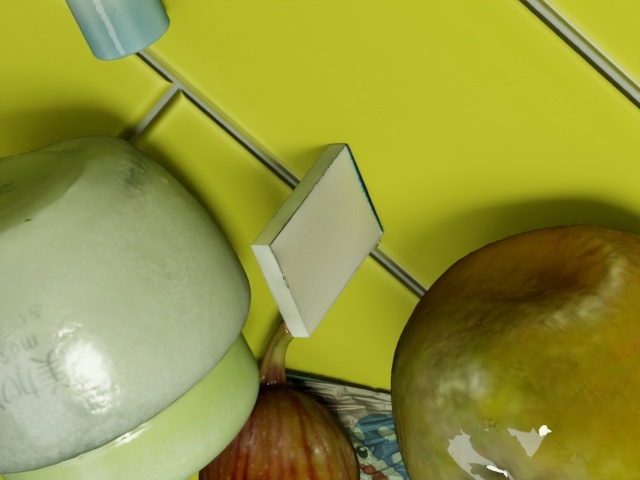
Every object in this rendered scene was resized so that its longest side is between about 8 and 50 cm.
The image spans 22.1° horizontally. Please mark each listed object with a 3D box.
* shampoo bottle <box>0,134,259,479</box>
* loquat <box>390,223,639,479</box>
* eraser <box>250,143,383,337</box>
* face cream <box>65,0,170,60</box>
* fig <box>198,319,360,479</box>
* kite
[{"bbox_3d":[-0.228,0.072,1.520,0.322,0.322,0.317,-12,112,39],"label":"shampoo bottle"},{"bbox_3d":[0.199,0.129,1.336,0.276,0.284,0.276,16,129,21],"label":"loquat"},{"bbox_3d":[0.000,0.000,1.434,0.023,0.150,0.103,1,128,35],"label":"eraser"},{"bbox_3d":[-0.209,-0.274,1.366,0.077,0.077,0.250,-3,125,34],"label":"face cream"},{"bbox_3d":[-0.044,0.203,1.648,0.175,0.207,0.175,-9,162,-3],"label":"fig"},{"bbox_3d":[0.071,0.241,1.717,0.406,0.014,0.368,42,138,-10],"label":"kite"}]
